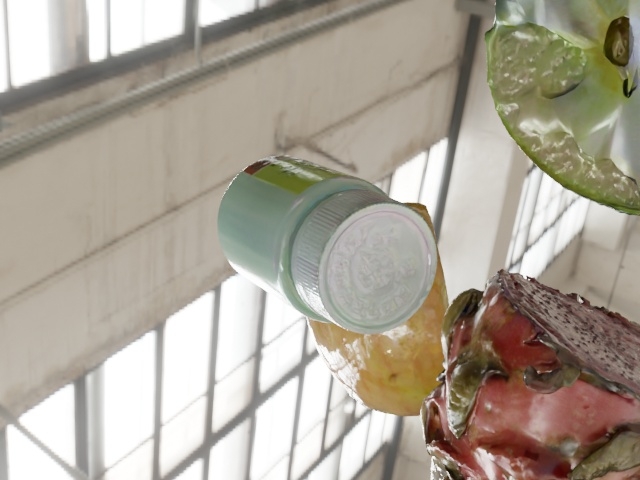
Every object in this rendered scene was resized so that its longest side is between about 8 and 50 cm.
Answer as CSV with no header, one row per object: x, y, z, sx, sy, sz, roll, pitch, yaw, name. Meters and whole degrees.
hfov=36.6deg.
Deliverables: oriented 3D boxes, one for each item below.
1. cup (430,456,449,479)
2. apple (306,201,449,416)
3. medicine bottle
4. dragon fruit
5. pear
0.253,0.413,1.404,0.227,0.257,0.301,13,-158,21,cup
0.117,0.101,1.547,0.314,0.309,0.252,11,-139,43,apple
0.000,0.000,0.926,0.139,0.139,0.225,-8,-164,-25,medicine bottle
0.229,0.203,1.055,0.314,0.263,0.296,17,-159,-34,dragon fruit
0.417,-0.240,1.237,0.398,0.399,0.165,27,-150,32,pear
